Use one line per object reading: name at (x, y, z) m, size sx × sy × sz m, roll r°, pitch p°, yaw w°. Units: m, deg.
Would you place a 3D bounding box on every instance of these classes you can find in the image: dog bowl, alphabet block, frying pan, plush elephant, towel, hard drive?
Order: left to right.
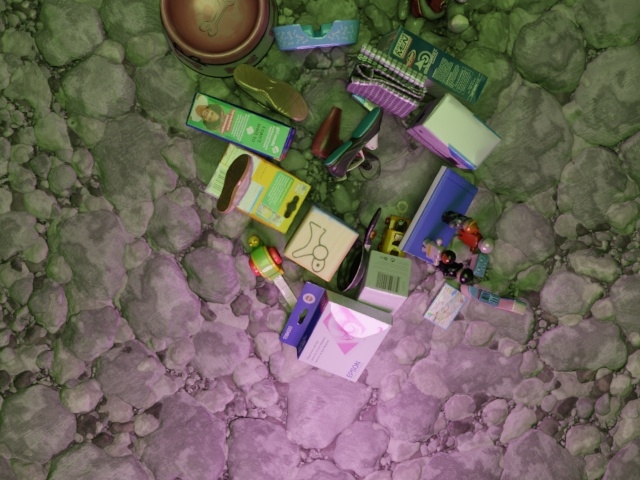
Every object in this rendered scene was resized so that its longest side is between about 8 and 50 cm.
dog bowl at (-0.348, -0.766, 1.689) m, size 0.408 × 0.150 × 0.407 m, roll 0°, pitch 98°, yaw -1°
dog bowl at (-0.011, -0.689, 1.703) m, size 0.298 × 0.166 × 0.074 m, roll -6°, pitch 109°, yaw 0°
alphabet block at (0.000, 0.000, 1.775) m, size 0.192 × 0.193 × 0.197 m, roll 33°, pitch 96°, yaw -4°
frying pan at (0.137, 0.032, 1.784) m, size 0.053 × 0.197 × 0.326 m, roll 21°, pitch 95°, yaw -16°
towel at (0.202, -0.491, 1.603) m, size 0.235 × 0.283 × 0.121 m, roll 27°, pitch 98°, yaw -4°
plush elephant at (0.334, -0.833, 1.623) m, size 0.255 × 0.272 × 0.329 m, roll 23°, pitch 80°, yaw -44°
hard drive at (0.421, -0.080, 1.791) m, size 0.210 × 0.040 × 0.318 m, roll 22°, pitch 98°, yaw -41°

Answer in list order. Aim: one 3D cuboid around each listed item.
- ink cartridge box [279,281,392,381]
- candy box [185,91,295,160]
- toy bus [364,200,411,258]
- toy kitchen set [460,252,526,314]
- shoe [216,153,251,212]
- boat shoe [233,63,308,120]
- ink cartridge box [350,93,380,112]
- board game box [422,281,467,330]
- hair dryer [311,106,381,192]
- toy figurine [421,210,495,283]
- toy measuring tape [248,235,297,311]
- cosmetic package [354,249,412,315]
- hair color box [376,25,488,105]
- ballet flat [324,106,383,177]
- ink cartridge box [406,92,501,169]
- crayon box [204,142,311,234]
ink cartridge box at (0.044, 0.337, 1.818) m, size 0.330 × 0.071 × 0.324 m, roll 21°, pitch 124°, yaw -5°
candy box at (-0.252, -0.375, 1.682) m, size 0.317 × 0.268 × 0.122 m, roll 19°, pitch 100°, yaw -3°
toy bus at (0.276, -0.012, 1.821) m, size 0.191 × 0.104 × 0.202 m, roll -30°, pitch 97°, yaw 3°
toy kitchen set at (0.641, 0.155, 1.837) m, size 0.207 × 0.122 × 0.166 m, roll 20°, pitch 86°, yaw -12°
shoe at (-0.290, -0.193, 1.735) m, size 0.077 × 0.058 × 0.219 m, roll 27°, pitch 93°, yaw 27°
boat shoe at (-0.173, -0.504, 1.756) m, size 0.285 × 0.092 × 0.102 m, roll 28°, pitch 79°, yaw -9°
ink cartridge box at (0.204, -0.542, 1.770) m, size 0.104 × 0.061 × 0.181 m, roll 39°, pitch 95°, yaw -6°
board game box at (0.469, 0.246, 1.898) m, size 0.103 × 0.026 × 0.154 m, roll 32°, pitch 96°, yaw -5°
hair dryer at (0.077, -0.331, 1.806) m, size 0.224 × 0.080 × 0.293 m, roll -21°, pitch 103°, yaw -14°
toy figurine at (0.483, 0.023, 1.761) m, size 0.213 × 0.148 × 0.209 m, roll -51°, pitch 132°, yaw -4°
toy measuring tape at (-0.167, 0.128, 1.829) m, size 0.121 × 0.121 × 0.330 m, roll -30°, pitch 97°, yaw 3°
cosmetic package at (0.217, 0.154, 1.779) m, size 0.151 × 0.183 × 0.151 m, roll 15°, pitch 60°, yaw -3°
hair color box at (0.358, -0.568, 1.678) m, size 0.347 × 0.174 × 0.105 m, roll 22°, pitch 96°, yaw -18°
ballet flat at (0.131, -0.328, 1.741) m, size 0.280 × 0.095 × 0.096 m, roll -46°, pitch 118°, yaw 2°
ink cartridge box at (0.428, -0.353, 1.677) m, size 0.223 × 0.307 × 0.129 m, roll 37°, pitch 98°, yaw -6°
crayon box at (-0.219, -0.186, 1.801) m, size 0.323 × 0.083 × 0.203 m, roll 29°, pitch 96°, yaw -4°
